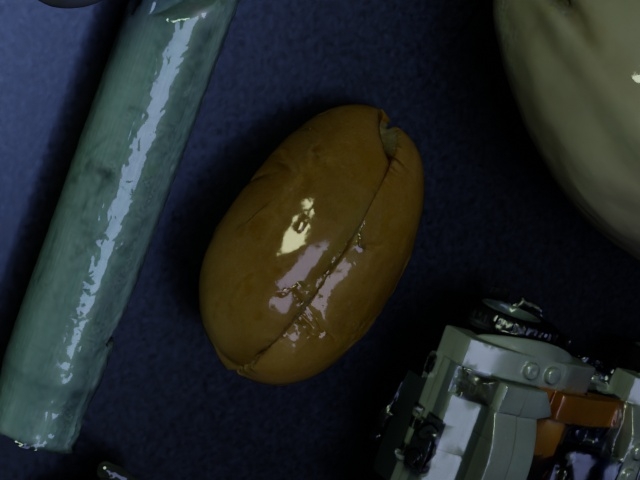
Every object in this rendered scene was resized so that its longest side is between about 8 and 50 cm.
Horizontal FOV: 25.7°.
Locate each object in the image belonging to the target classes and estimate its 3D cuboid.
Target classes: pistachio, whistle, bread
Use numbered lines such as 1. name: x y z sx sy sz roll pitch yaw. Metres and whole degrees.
1. pistachio: 0.240 -0.089 0.883 0.332 0.208 0.226 37 45 -17
2. whistle: -0.117 -0.029 0.804 0.062 0.062 0.312 16 100 -29
3. bread: 0.000 0.000 0.845 0.114 0.077 0.189 34 80 -11

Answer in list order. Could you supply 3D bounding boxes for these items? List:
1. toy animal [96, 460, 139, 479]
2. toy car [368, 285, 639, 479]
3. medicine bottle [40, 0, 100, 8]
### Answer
1. toy animal: -0.151 0.254 0.885 0.148 0.084 0.232 24 97 -18
2. toy car: 0.174 0.150 0.976 0.301 0.118 0.193 17 97 -30
3. medicine bottle: -0.078 -0.223 0.709 0.215 0.135 0.135 -38 120 -20
